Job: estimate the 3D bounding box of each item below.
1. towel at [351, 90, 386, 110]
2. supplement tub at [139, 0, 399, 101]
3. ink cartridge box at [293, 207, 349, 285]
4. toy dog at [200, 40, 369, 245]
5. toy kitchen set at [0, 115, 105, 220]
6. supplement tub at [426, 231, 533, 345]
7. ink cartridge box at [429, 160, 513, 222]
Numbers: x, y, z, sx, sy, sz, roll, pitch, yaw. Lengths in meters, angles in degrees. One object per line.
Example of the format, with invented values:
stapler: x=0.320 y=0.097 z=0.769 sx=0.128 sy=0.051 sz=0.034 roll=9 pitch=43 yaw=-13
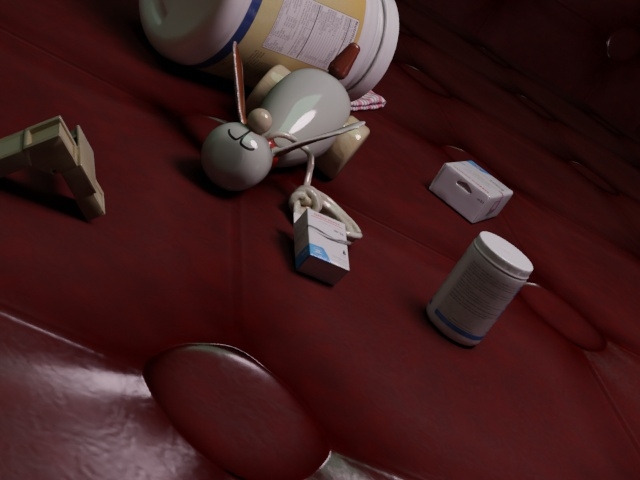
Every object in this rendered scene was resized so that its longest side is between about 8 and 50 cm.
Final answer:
towel: x=0.027 y=-0.272 z=1.633 sx=0.144 sy=0.029 sz=0.197 roll=39 pitch=22 yaw=13
supplement tub: x=-0.064 y=-0.319 z=1.328 sx=0.316 sy=0.228 sz=0.228 roll=11 pitch=30 yaw=-45
ink cartridge box: x=0.000 y=0.000 z=0.973 sx=0.048 sy=0.028 sz=0.083 roll=23 pitch=39 yaw=-26
toy dog: x=-0.020 y=-0.152 z=1.120 sx=0.220 sy=0.161 sz=0.334 roll=27 pitch=22 yaw=-15
toy kitchen set: x=-0.230 y=-0.059 z=0.799 sx=0.068 sy=0.075 sz=0.083 roll=-110 pitch=179 yaw=-52
supplement tub: x=0.168 y=0.052 z=1.020 sx=0.071 sy=0.107 sz=0.071 roll=29 pitch=22 yaw=-13
ink cartridge box: x=0.231 y=-0.076 z=1.467 sx=0.088 sy=0.052 sz=0.122 roll=40 pitch=21 yaw=18
